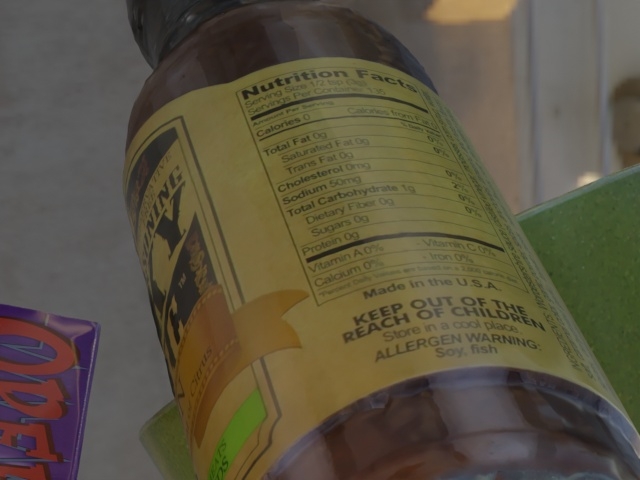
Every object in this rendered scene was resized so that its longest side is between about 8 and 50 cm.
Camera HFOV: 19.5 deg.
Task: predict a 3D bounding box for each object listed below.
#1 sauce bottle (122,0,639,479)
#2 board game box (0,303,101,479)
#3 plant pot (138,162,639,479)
[{"bbox_3d":[0.000,0.000,0.560,0.111,0.344,0.111,-7,123,-10],"label":"sauce bottle"},{"bbox_3d":[-0.188,0.097,0.606,0.208,0.347,0.056,15,111,-9],"label":"board game box"},{"bbox_3d":[0.110,0.153,0.768,0.275,0.275,0.293,-18,78,-46],"label":"plant pot"}]
